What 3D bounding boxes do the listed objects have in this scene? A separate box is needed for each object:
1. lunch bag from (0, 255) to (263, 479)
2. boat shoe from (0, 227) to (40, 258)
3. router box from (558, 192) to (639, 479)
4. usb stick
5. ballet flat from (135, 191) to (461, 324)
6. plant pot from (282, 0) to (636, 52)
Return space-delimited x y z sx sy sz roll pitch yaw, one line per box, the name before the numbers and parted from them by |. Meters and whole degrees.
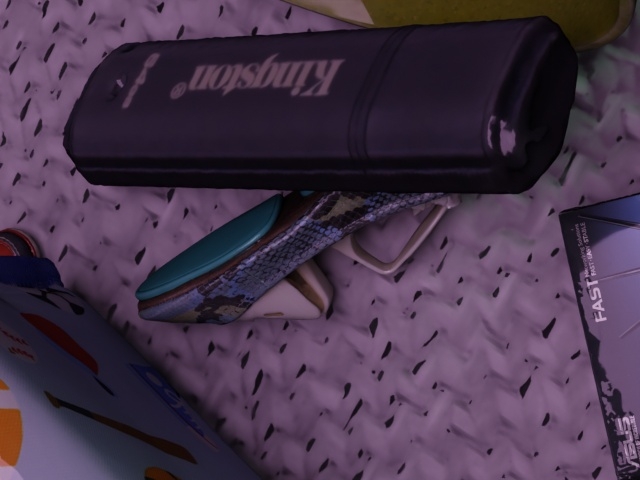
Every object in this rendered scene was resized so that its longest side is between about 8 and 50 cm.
lunch bag | -0.168 0.245 0.867 0.328 0.239 0.385 43 98 17
boat shoe | -0.192 0.049 0.982 0.137 0.043 0.049 -48 70 14
router box | 0.160 0.035 0.831 0.092 0.038 0.122 -15 83 23
usb stick | -0.009 -0.057 0.853 0.278 0.045 0.077 2 67 44
ballet flat | 0.000 0.000 0.893 0.188 0.070 0.070 -34 76 23
plant pot | 0.040 -0.263 0.788 0.275 0.275 0.293 17 82 23
